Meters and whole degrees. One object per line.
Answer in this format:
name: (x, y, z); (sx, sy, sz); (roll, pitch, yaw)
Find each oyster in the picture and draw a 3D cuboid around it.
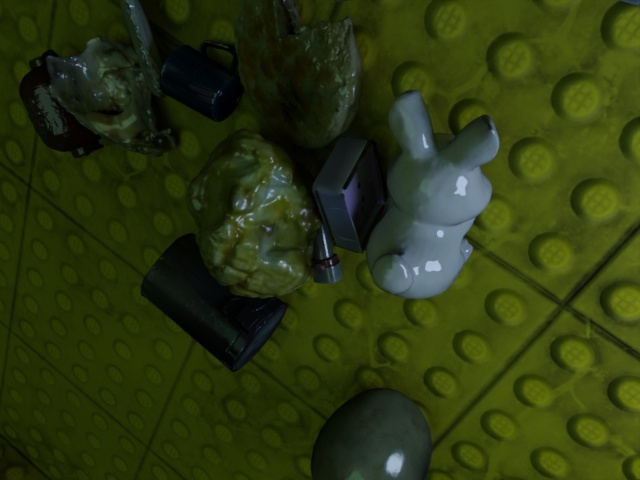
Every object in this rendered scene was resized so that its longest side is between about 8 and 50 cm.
oyster: (-0.473, -0.328, 1.394); (0.276, 0.100, 0.270); (1, 111, -4)

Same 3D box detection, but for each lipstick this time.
lipstick: (-0.001, 0.000, 1.330); (0.063, 0.057, 0.186); (-1, 110, 31)

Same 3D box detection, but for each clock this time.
clock: (0.061, -0.083, 1.155); (0.073, 0.144, 0.193); (15, 150, 25)

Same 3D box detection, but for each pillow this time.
pillow: (-0.380, -0.422, 1.312); (0.051, 0.128, 0.229); (-19, 107, -7)

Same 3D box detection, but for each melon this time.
melon: (0.116, 0.471, 1.332); (0.272, 0.307, 0.271); (17, 153, 9)

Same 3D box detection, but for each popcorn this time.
popcorn: (-0.142, -0.050, 1.219); (0.292, 0.294, 0.333); (10, 101, 49)

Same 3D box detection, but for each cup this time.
cup: (-0.243, -0.341, 1.268); (0.138, 0.113, 0.150); (31, 127, 12)

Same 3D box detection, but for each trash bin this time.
trash bin: (-0.258, 0.142, 1.457); (0.302, 0.203, 0.252); (37, 162, 11)

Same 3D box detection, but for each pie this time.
pie: (-0.048, -0.314, 1.148); (0.338, 0.075, 0.337); (29, 133, 36)

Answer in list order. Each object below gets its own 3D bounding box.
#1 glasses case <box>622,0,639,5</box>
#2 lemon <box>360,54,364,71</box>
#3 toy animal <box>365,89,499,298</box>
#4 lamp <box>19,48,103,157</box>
glasses case: (0.475, -0.484, 0.801); (0.131, 0.074, 0.323); (32, 125, 12)
lemon: (0.052, -0.327, 1.134); (0.062, 0.062, 0.083); (-32, 98, 37)
toy animal: (0.187, -0.073, 1.066); (0.196, 0.241, 0.367); (22, 123, 18)
lamp: (-0.620, -0.324, 1.458); (0.180, 0.180, 0.257); (-12, 107, 34)
